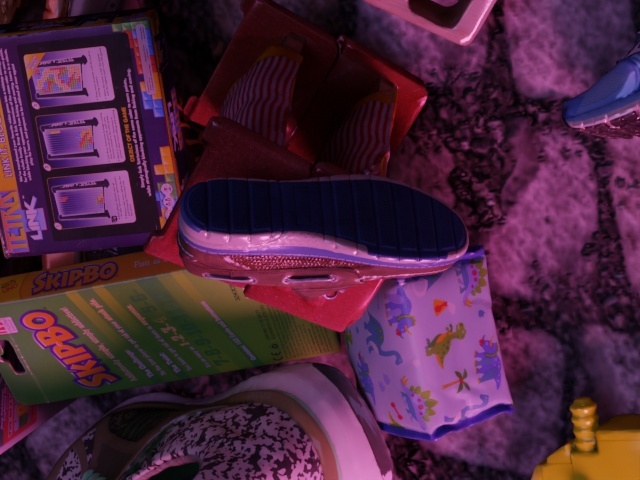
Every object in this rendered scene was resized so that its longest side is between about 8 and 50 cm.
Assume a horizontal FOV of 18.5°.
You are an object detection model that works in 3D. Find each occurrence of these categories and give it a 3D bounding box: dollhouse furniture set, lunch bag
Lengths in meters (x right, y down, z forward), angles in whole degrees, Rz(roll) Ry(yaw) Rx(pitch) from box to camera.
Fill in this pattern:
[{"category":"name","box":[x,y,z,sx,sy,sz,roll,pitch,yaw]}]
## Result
[{"category":"dollhouse furniture set","box":[0.038,-0.150,1.299,0.152,0.201,0.374,25,120,-10]},{"category":"lunch bag","box":[0.063,0.069,1.432,0.151,0.096,0.129,1,104,59]}]

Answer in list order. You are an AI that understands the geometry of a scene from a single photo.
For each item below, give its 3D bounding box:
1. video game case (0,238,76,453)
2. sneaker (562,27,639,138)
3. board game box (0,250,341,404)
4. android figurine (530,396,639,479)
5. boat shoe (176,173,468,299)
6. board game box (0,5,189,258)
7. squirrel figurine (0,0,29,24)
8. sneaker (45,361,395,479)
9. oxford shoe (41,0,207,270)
[{"category":"video game case","box":[-0.238,0.061,1.564,0.023,0.183,0.201,10,107,17]},{"category":"sneaker","box":[0.229,-0.122,1.311,0.162,0.063,0.073,-30,68,30]},{"category":"board game box","box":[-0.124,0.059,1.482,0.259,0.039,0.124,-12,137,6]},{"category":"android figurine","box":[0.236,0.239,1.390,0.248,0.056,0.273,-2,102,33]},{"category":"boat shoe","box":[0.000,0.000,1.243,0.183,0.066,0.066,7,140,-6]},{"category":"board game box","box":[-0.174,-0.078,1.440,0.141,0.048,0.170,-4,109,9]},{"category":"squirrel figurine","box":[-0.315,-0.322,1.499,0.370,0.281,0.397,-4,115,27]},{"category":"sneaker","box":[-0.137,0.199,1.517,0.410,0.182,0.158,-27,84,47]},{"category":"oxford shoe","box":[-0.140,-0.092,1.521,0.132,0.130,0.364,4,109,10]}]
